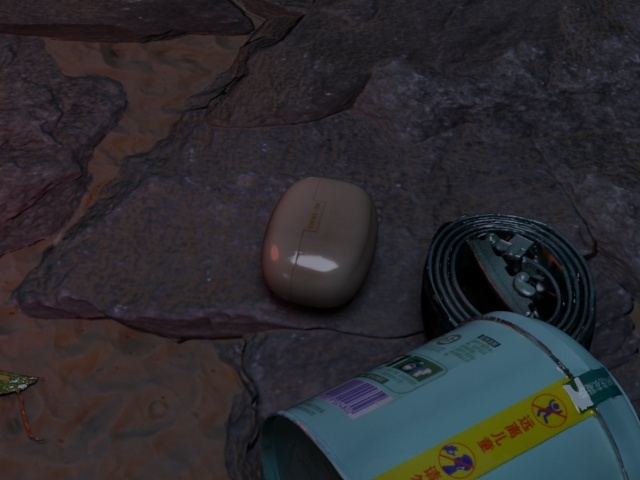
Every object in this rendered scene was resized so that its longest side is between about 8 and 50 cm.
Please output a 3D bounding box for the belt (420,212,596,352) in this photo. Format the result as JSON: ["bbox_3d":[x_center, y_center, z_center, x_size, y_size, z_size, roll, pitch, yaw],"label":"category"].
[{"bbox_3d":[0.232,0.085,1.216,0.206,0.116,0.268,-7,45,-6],"label":"belt"}]

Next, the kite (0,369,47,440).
[{"bbox_3d":[-0.398,0.214,1.123,0.198,0.006,0.244,-22,52,-23],"label":"kite"}]

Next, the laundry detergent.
[{"bbox_3d":[0.140,0.234,0.952,0.305,0.287,0.287,-22,52,-22],"label":"laundry detergent"}]

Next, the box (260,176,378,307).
[{"bbox_3d":[0.000,0.000,1.295,0.145,0.088,0.200,10,46,6],"label":"box"}]
